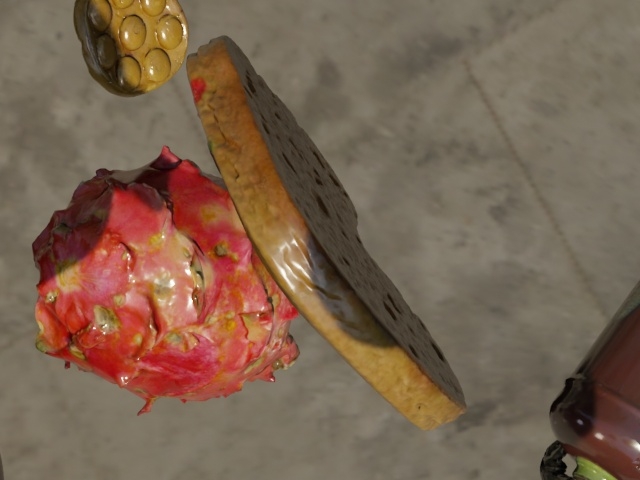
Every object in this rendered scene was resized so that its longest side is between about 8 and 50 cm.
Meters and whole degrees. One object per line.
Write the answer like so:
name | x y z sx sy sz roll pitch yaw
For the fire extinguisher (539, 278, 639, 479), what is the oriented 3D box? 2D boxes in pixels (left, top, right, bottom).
fire extinguisher | 0.234 0.045 1.092 0.341 0.105 0.141 -53 30 -12

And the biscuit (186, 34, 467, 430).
biscuit | -0.002 0.001 1.414 0.052 0.262 0.277 -33 45 9

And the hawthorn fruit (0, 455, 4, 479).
hawthorn fruit | -0.316 0.116 0.997 0.308 0.308 0.325 -59 33 7

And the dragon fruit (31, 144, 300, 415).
dragon fruit | -0.107 0.038 1.594 0.205 0.268 0.210 -15 57 34

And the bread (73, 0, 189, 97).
bread | -0.158 -0.174 1.634 0.024 0.110 0.110 6 88 55
